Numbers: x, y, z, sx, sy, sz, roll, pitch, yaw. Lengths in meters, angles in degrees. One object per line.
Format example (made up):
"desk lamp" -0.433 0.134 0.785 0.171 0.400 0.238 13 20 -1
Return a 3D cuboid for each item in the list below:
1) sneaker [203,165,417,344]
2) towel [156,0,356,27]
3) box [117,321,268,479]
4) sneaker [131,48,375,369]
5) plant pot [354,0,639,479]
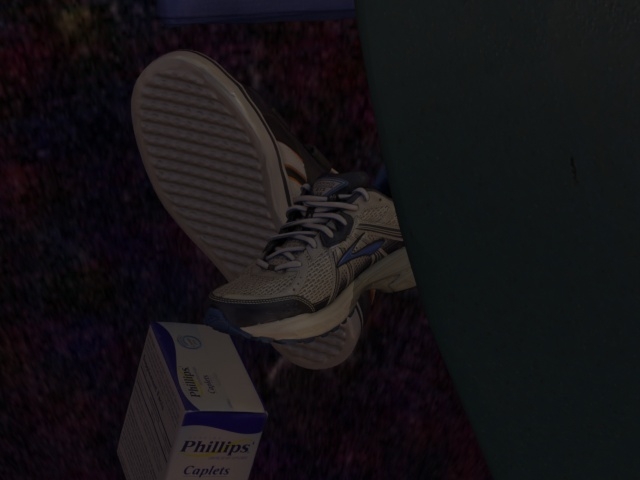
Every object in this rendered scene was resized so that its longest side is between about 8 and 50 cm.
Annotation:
"sneaker" 0.000 0.000 0.664 0.052 0.058 0.135 12 26 40
"towel" -0.023 -0.327 1.170 0.243 0.336 0.040 -11 21 -43
"box" -0.106 0.156 1.283 0.072 0.137 0.126 4 29 -24
"sneaker" -0.055 -0.043 1.436 0.126 0.321 0.127 -17 23 27
"plant pot" 0.119 -0.028 0.375 0.165 0.165 0.234 -40 112 -34
